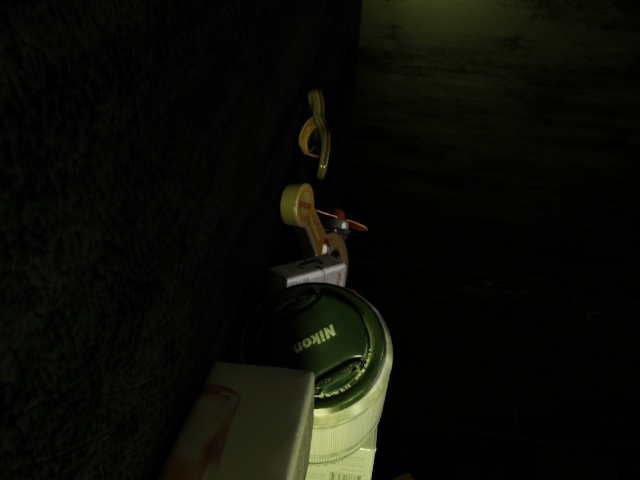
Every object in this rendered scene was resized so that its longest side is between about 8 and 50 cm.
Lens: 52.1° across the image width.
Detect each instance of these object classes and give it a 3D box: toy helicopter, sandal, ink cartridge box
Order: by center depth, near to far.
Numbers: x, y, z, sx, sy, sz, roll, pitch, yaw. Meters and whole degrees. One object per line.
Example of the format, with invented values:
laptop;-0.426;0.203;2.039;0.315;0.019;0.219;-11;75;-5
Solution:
ink cartridge box;-0.026;0.088;1.149;0.135;0.056;0.099;-13;117;-40
toy helicopter;0.000;0.000;1.303;0.355;0.140;0.235;68;39;-51
sandal;-0.016;-0.215;1.316;0.090;0.060;0.219;100;-15;-63
ink cartridge box;-0.002;0.486;1.415;0.129;0.223;0.307;-77;173;-55

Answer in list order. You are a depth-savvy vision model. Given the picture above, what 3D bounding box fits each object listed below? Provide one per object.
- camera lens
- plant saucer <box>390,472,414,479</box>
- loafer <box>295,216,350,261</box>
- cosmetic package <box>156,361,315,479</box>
camera lens;-0.007;0.210;1.004;0.274;0.219;0.219;89;9;-56
plant saucer;0.130;0.661;1.312;0.333;0.081;0.332;112;-8;-85
loafer;-0.005;-0.004;1.558;0.095;0.109;0.302;-66;171;8
cosmetic package;-0.090;0.270;0.670;0.296;0.129;0.153;-70;164;-67
